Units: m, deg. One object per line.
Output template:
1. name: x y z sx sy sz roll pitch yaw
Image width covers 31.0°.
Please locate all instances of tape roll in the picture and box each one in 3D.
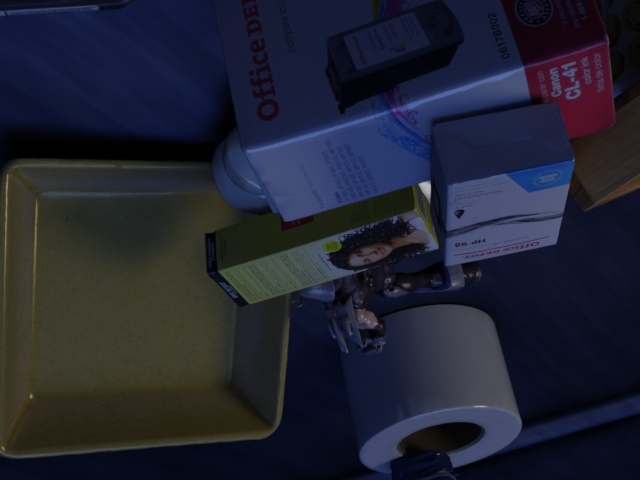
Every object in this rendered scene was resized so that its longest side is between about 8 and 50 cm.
1. tape roll: 0.161 0.225 1.724 0.246 0.169 0.246 -8 149 -5

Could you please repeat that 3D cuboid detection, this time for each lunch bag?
1. lunch bag: 0.157 0.355 1.707 0.098 0.065 0.067 -22 147 18

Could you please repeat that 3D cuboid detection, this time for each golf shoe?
1. golf shoe: 0.044 -0.087 1.222 0.306 0.115 0.140 -3 159 -16

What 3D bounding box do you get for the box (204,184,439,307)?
1. box: 0.000 0.000 1.213 0.232 0.058 0.087 -17 145 16

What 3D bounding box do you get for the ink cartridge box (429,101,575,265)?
1. ink cartridge box: 0.149 -0.036 0.978 0.104 0.060 0.180 -12 152 -1

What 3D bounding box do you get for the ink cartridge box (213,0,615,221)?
1. ink cartridge box: 0.075 -0.173 1.002 0.306 0.226 0.131 -16 149 6

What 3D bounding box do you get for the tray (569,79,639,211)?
1. tray: 0.400 -0.144 1.130 0.203 0.076 0.411 -39 168 37

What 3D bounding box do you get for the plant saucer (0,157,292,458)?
1. plant saucer: -0.200 0.065 1.298 0.333 0.081 0.332 -1 105 -23

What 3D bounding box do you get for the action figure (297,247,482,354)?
1. action figure: 0.073 0.038 1.376 0.285 0.185 0.099 -11 -174 -38

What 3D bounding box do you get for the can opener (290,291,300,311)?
1. can opener: -0.146 0.031 1.385 0.284 0.095 0.076 9 143 -29

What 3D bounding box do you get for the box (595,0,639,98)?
1. box: 0.307 -0.212 1.167 0.067 0.063 0.324 -11 149 3

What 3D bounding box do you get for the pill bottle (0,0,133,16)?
1. pill bottle: -0.220 -0.241 0.893 0.246 0.130 0.130 -6 148 -9
